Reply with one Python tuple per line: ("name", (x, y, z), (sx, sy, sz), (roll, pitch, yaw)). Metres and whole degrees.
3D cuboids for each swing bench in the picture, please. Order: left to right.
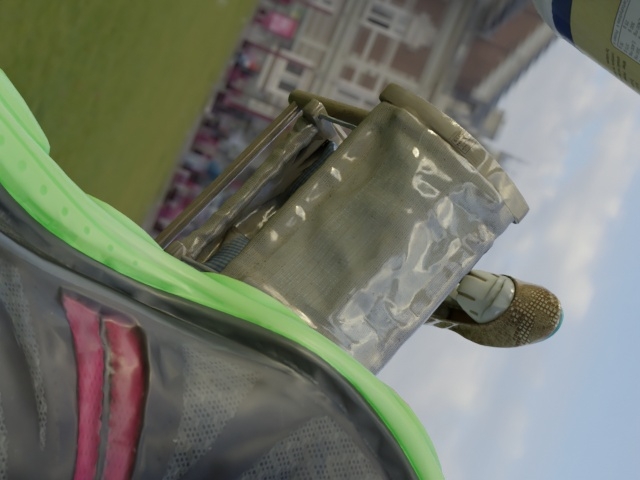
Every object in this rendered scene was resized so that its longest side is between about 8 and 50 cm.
("swing bench", (0.000, 0.000, 1.380), (0.253, 0.165, 0.255), (-47, -158, -19))

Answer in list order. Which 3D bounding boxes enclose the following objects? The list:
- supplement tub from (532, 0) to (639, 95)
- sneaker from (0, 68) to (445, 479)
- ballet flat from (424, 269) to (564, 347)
("supplement tub", (0.305, -0.143, 0.917), (0.228, 0.316, 0.228), (-38, 154, -23))
("sneaker", (-0.131, 0.074, 0.629), (0.185, 0.483, 0.202), (-25, -149, 50))
("ballet flat", (0.139, 0.057, 1.474), (0.206, 0.067, 0.073), (3, -119, 53))
